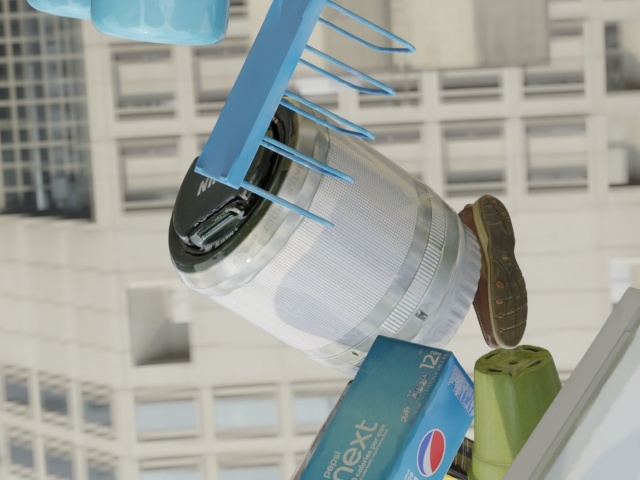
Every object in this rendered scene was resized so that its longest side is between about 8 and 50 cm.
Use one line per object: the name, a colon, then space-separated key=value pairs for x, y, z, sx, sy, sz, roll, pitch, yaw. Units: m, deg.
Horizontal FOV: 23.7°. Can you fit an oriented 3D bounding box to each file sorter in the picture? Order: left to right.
file sorter: x=-0.012 y=-0.109 z=1.253 sx=0.104 sy=0.170 sz=0.118 roll=25 pitch=180 yaw=-20

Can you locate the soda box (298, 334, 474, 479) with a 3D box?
soda box: x=0.035 y=0.176 z=1.097 sx=0.071 sy=0.210 sz=0.067 roll=11 pitch=150 yaw=38

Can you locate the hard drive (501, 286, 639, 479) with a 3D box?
hard drive: x=0.160 y=0.209 z=0.884 sx=0.203 sy=0.307 sz=0.040 roll=43 pitch=165 yaw=-31

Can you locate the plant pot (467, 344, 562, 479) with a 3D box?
plant pot: x=0.131 y=0.113 z=0.991 sx=0.083 sy=0.079 sz=0.083 roll=-10 pitch=-163 yaw=3

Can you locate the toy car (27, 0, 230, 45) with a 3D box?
toy car: x=-0.024 y=-0.224 z=0.851 sx=0.238 sy=0.219 sz=0.210 roll=0 pitch=-166 yaw=-29

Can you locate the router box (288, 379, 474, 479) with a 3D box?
router box: x=0.064 y=0.330 z=1.591 sx=0.243 sy=0.309 sz=0.081 roll=28 pitch=-157 yaw=-6

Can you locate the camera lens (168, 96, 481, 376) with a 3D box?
camera lens: x=0.000 y=0.000 z=1.557 sx=0.274 sy=0.219 sz=0.219 roll=32 pitch=168 yaw=-29

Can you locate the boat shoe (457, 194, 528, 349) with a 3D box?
boat shoe: x=0.182 y=0.040 z=1.662 sx=0.064 sy=0.178 sz=0.060 roll=17 pitch=147 yaw=-42
